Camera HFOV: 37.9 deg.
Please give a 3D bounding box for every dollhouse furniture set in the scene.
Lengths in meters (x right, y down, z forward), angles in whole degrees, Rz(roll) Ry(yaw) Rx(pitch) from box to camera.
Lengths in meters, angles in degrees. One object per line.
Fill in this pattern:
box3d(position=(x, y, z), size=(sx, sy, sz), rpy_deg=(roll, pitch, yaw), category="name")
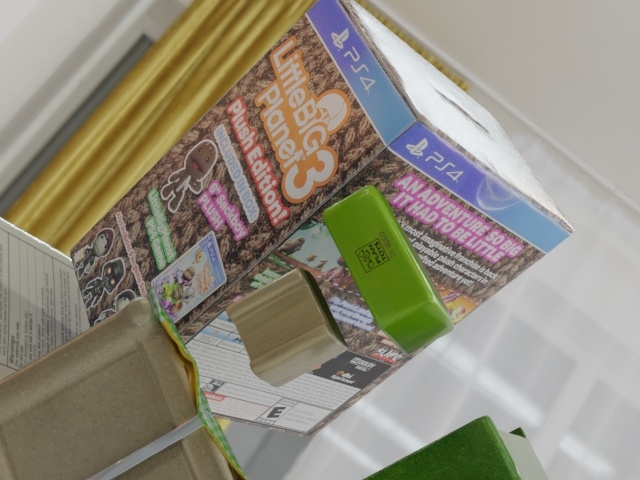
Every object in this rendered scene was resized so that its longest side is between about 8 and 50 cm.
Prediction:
box3d(position=(-0.043, 0.129, 0.578), size=(0.198, 0.301, 0.151), rpy_deg=(63, 8, 19), category="dollhouse furniture set")

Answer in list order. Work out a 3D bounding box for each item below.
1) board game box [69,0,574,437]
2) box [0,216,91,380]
box3d(position=(0.000, 0.000, 0.712), size=(0.232, 0.291, 0.141), rpy_deg=(26, 29, -49), category="board game box")
box3d(position=(-0.246, 0.094, 0.772), size=(0.121, 0.148, 0.311), rpy_deg=(-22, -33, 19), category="box")
